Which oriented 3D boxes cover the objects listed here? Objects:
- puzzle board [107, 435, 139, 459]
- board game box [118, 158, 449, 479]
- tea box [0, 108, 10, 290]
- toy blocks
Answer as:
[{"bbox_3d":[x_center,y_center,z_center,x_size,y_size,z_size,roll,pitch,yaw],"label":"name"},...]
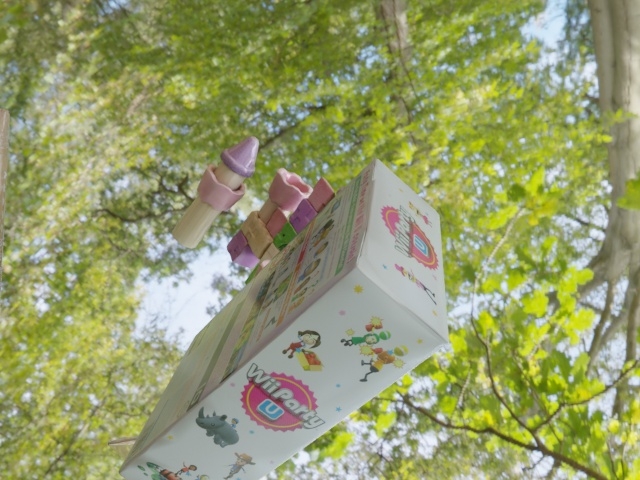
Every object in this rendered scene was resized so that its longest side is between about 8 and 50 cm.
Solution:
[{"bbox_3d":[-0.237,0.287,0.888,0.096,0.128,0.011,-8,-117,-9],"label":"puzzle board"},{"bbox_3d":[-0.028,0.088,0.589,0.303,0.097,0.224,-44,-167,25],"label":"board game box"},{"bbox_3d":[-0.482,0.046,0.695,0.323,0.219,0.329,-20,-110,57],"label":"tea box"},{"bbox_3d":[0.000,0.000,0.906,0.260,0.308,0.289,-51,-134,18],"label":"toy blocks"}]
